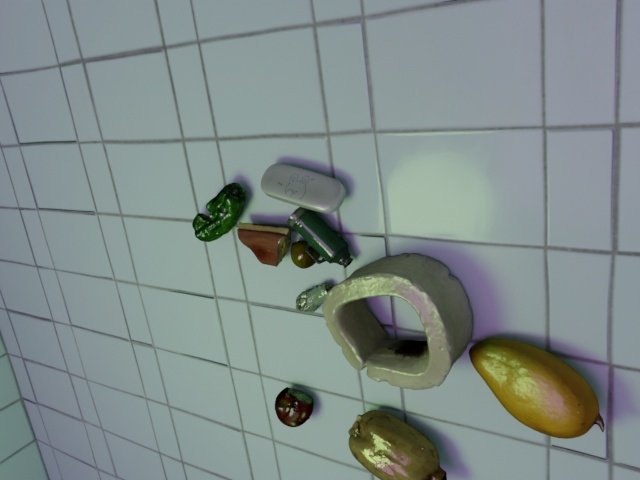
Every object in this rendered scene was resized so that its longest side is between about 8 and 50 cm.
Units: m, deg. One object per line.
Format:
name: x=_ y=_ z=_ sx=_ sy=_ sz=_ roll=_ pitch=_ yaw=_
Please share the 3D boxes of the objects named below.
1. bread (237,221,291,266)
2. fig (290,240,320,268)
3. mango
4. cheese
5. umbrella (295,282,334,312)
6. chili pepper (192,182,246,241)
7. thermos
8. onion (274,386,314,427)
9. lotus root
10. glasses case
bread: x=-0.140 y=0.008 z=1.617 sx=0.193 sy=0.067 sz=0.119 roll=12 pitch=133 yaw=42
fig: x=-0.046 y=0.032 z=1.572 sx=0.088 sy=0.074 sz=0.073 roll=40 pitch=130 yaw=40
mango: x=0.464 y=0.318 z=1.308 sx=0.317 sy=0.119 sz=0.176 roll=36 pitch=129 yaw=29
cheese: x=0.176 y=0.193 z=1.427 sx=0.333 sy=0.153 sz=0.292 roll=-5 pitch=106 yaw=38
umbrella: x=-0.017 y=0.156 z=1.617 sx=0.067 sy=0.062 sz=0.143 roll=35 pitch=132 yaw=-21
chili pepper: x=-0.282 y=-0.068 z=1.693 sx=0.099 sy=0.083 sz=0.253 roll=56 pitch=135 yaw=4
thermos: x=0.003 y=-0.004 z=1.513 sx=0.188 sy=0.083 sz=0.073 roll=44 pitch=138 yaw=11
onion: x=-0.082 y=0.495 z=1.770 sx=0.117 sy=0.119 sz=0.118 roll=29 pitch=127 yaw=50
lotus root: x=0.199 y=0.558 z=1.570 sx=0.284 sy=0.146 sz=0.160 roll=28 pitch=111 yaw=23
glasses case: x=-0.046 y=-0.130 z=1.489 sx=0.234 sy=0.059 sz=0.092 roll=20 pitch=80 yaw=28
